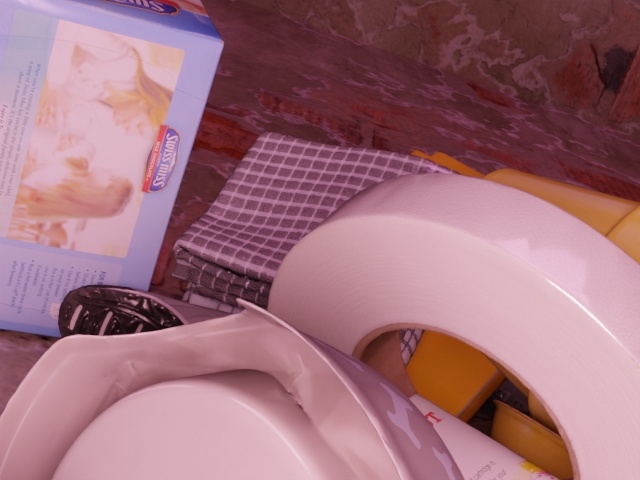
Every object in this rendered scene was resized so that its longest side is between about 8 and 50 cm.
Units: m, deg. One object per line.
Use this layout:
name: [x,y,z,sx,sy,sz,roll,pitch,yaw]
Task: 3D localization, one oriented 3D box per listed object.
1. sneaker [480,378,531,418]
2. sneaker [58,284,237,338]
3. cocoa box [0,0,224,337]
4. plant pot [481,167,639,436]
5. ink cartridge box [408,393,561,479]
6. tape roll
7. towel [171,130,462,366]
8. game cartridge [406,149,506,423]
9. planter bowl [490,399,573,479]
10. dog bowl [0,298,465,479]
sneaker: [0.178,0.133,1.329,0.297,0.111,0.129,37,11,29]
sneaker: [-0.128,0.109,1.110,0.271,0.100,0.108,19,10,-17]
cocoa box: [-0.266,-0.103,1.130,0.231,0.347,0.228,11,24,-21]
plant pot: [0.243,0.052,1.090,0.239,0.254,0.254,32,24,30]
ink cartridge box: [0.100,0.273,0.757,0.270,0.197,0.198,30,24,23]
tape roll: [0.124,0.131,0.878,0.392,0.392,0.072,30,48,23]
towel: [0.000,0.000,1.222,0.283,0.121,0.235,14,52,19]
game cartridge: [0.124,0.051,1.276,0.285,0.053,0.323,33,59,30]
planter bowl: [0.227,0.245,1.036,0.217,0.090,0.217,34,-5,3]
dog bowl: [-0.058,0.204,0.619,0.348,0.349,0.102,37,14,37]
